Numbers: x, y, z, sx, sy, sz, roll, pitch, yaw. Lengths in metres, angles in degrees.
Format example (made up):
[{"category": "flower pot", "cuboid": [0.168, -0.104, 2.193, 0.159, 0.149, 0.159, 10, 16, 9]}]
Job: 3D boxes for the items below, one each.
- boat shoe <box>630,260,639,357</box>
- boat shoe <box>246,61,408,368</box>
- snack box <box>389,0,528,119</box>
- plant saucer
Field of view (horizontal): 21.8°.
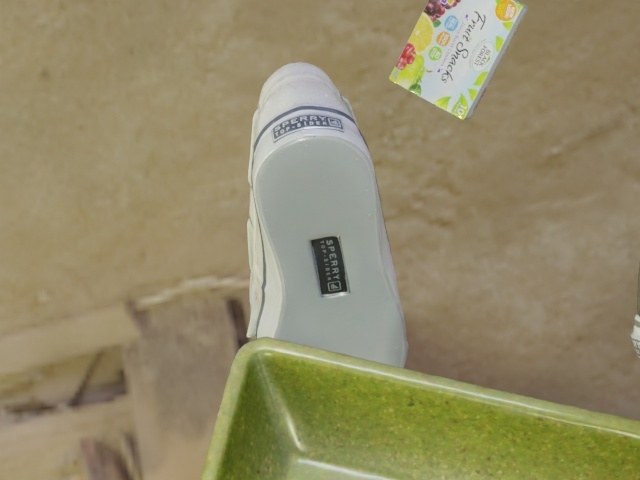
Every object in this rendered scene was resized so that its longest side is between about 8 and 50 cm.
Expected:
[{"category": "boat shoe", "cuboid": [0.157, 0.013, 0.463, 0.142, 0.040, 0.049, -3, -177, -6]}, {"category": "boat shoe", "cuboid": [-0.009, 0.000, 1.420, 0.135, 0.156, 0.367, -10, 134, 0]}, {"category": "snack box", "cuboid": [0.153, -0.218, 1.844, 0.141, 0.100, 0.037, -63, 166, 12]}, {"category": "plant saucer", "cuboid": [0.042, 0.139, 0.540, 0.188, 0.188, 0.045, 13, 147, 4]}]
